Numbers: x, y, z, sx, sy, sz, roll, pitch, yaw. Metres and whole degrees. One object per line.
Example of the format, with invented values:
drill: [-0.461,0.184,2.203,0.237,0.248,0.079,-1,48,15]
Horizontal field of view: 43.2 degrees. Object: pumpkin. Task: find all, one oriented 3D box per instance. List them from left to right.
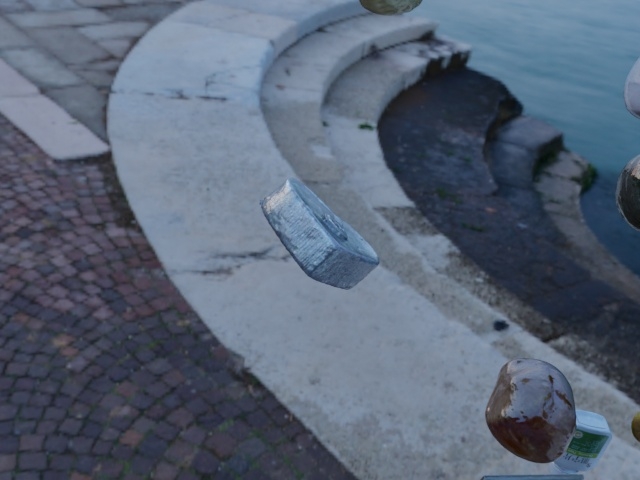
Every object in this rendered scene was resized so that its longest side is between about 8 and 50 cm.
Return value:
pumpkin: [0.575,-0.072,1.268,0.223,0.157,0.223,1,-3,0]

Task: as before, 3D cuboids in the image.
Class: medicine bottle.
medicine bottle: [0.609,0.494,1.929,0.119,0.183,0.069,13,31,-6]

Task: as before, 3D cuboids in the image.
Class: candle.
candle: [0.000,0.000,1.151,0.192,0.068,0.168,40,15,-16]

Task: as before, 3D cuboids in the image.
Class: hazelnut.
hazelnut: [0.325,0.255,1.218,0.143,0.143,0.154,13,43,9]

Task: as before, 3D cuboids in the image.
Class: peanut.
peanut: [0.071,-0.346,1.055,0.082,0.082,0.187,29,9,31]

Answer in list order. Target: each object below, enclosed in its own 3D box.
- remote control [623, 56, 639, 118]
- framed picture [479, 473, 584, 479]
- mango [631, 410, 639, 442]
remote control: [0.424,-0.183,0.758,0.221,0.103,0.332,-32,13,-5]
framed picture: [0.399,0.551,1.701,0.211,0.289,0.020,2,54,-9]
mango: [0.711,0.401,1.729,0.057,0.114,0.079,0,72,-16]
